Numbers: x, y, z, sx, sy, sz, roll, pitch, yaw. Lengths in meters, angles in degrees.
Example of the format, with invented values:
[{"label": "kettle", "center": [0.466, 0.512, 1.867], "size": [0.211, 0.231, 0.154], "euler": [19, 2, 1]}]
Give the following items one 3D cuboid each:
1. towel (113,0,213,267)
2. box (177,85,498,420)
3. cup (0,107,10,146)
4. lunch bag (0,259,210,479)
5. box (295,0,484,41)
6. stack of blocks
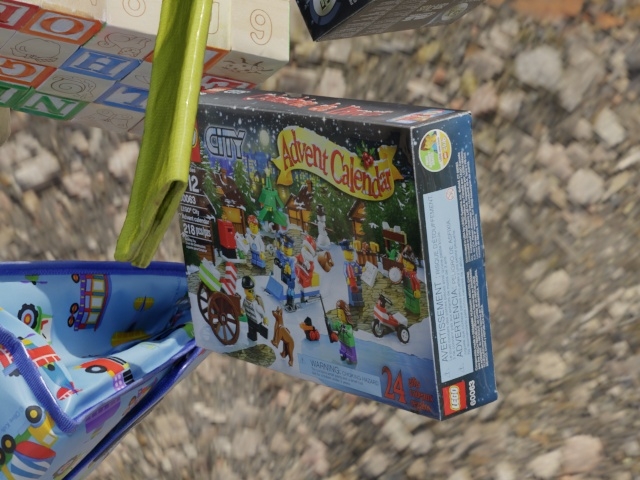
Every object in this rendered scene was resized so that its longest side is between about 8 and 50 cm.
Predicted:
[{"label": "towel", "center": [-0.068, -0.111, 0.894], "size": [0.021, 0.102, 0.237], "euler": [11, 63, -11]}, {"label": "box", "center": [0.000, 0.000, 1.044], "size": [0.044, 0.233, 0.159], "euler": [-17, 107, -35]}, {"label": "cup", "center": [-0.373, -0.130, 1.407], "size": [0.331, 0.331, 0.237], "euler": [-35, 104, -9]}, {"label": "lunch bag", "center": [-0.186, 0.111, 1.273], "size": [0.138, 0.293, 0.221], "euler": [49, 117, 13]}, {"label": "box", "center": [0.049, -0.249, 1.496], "size": [0.180, 0.077, 0.147], "euler": [-15, 79, -47]}, {"label": "stack of blocks", "center": [-0.188, -0.154, 1.193], "size": [0.297, 0.171, 0.087], "euler": [10, 70, -27]}]
